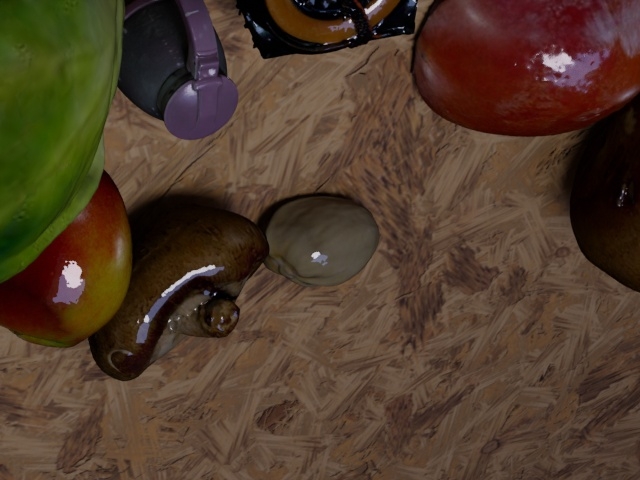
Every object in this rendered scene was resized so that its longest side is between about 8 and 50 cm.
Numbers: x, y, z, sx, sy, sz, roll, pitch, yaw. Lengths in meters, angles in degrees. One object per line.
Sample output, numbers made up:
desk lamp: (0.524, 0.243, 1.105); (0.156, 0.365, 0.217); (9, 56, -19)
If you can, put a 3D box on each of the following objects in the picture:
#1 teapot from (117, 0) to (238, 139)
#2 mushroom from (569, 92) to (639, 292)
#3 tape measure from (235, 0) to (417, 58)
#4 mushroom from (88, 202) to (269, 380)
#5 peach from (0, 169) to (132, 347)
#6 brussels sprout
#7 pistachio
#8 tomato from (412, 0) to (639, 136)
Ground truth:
teapot: (-0.132, -0.177, 1.730); (0.116, 0.146, 0.148); (14, 121, -45)
mushroom: (0.463, -0.083, 2.169); (0.260, 0.345, 0.345); (16, 126, -8)
tape measure: (0.004, -0.286, 1.734); (0.202, 0.135, 0.223); (-11, 135, -15)
mushroom: (-0.168, 0.049, 1.946); (0.231, 0.194, 0.138); (-41, 104, -11)
peach: (-0.275, 0.006, 1.801); (0.197, 0.197, 0.197); (-21, 141, -18)
brussels sprout: (-0.340, -0.106, 1.459); (0.425, 0.361, 0.342); (-36, 132, 8)
pistachio: (0.000, 0.000, 2.069); (0.149, 0.113, 0.113); (-25, 144, -39)
tomato: (0.270, -0.209, 1.985); (0.309, 0.170, 0.309); (-22, 140, -20)
